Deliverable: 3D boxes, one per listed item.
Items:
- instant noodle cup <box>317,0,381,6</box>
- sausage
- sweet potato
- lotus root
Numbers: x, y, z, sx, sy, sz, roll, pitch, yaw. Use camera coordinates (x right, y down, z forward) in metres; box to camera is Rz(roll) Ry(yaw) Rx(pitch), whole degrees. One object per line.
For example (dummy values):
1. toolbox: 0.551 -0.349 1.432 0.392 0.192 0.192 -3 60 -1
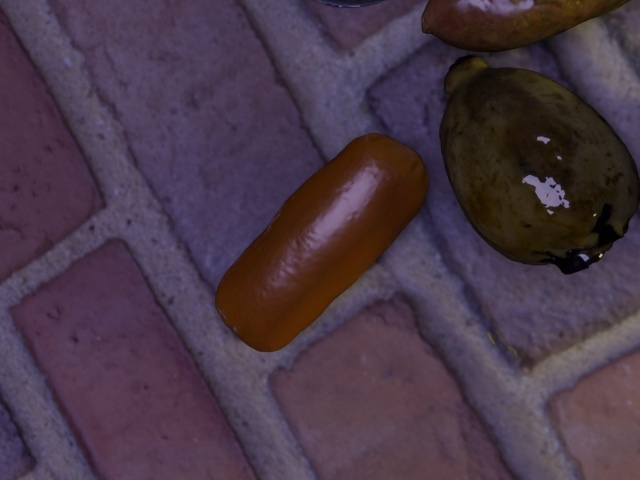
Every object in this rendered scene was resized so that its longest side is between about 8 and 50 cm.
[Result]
1. instant noodle cup: 0.012 -0.320 0.689 0.205 0.153 0.205 1 92 16
2. sausage: 0.000 0.000 0.742 0.098 0.098 0.238 46 105 8
3. sweet potato: 0.264 -0.244 0.657 0.385 0.109 0.109 -17 89 9
4. lotus root: 0.170 -0.070 0.680 0.138 0.138 0.214 -41 72 13
